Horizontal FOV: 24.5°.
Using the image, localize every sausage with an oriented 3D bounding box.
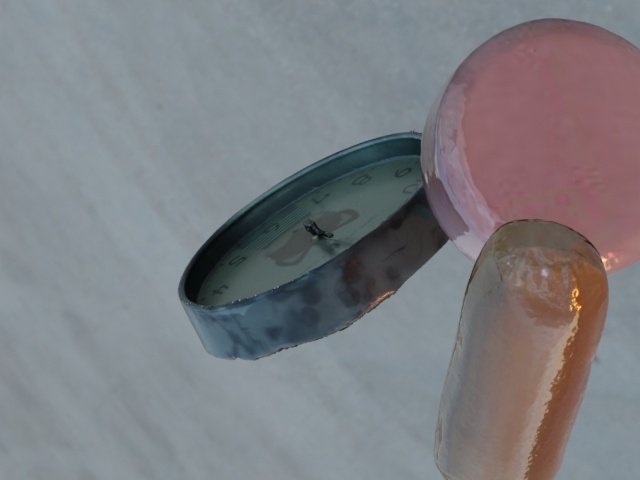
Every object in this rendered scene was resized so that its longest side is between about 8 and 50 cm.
[{"bbox_3d":[0.148,0.097,1.112,0.105,0.105,0.274,40,142,31],"label":"sausage"}]

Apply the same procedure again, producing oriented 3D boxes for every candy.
[{"bbox_3d":[0.221,-0.079,1.337,0.255,0.255,0.094,51,166,4],"label":"candy"}]

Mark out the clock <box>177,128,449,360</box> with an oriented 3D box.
[{"bbox_3d":[0.000,0.000,1.528,0.067,0.325,0.325,58,160,-19],"label":"clock"}]
